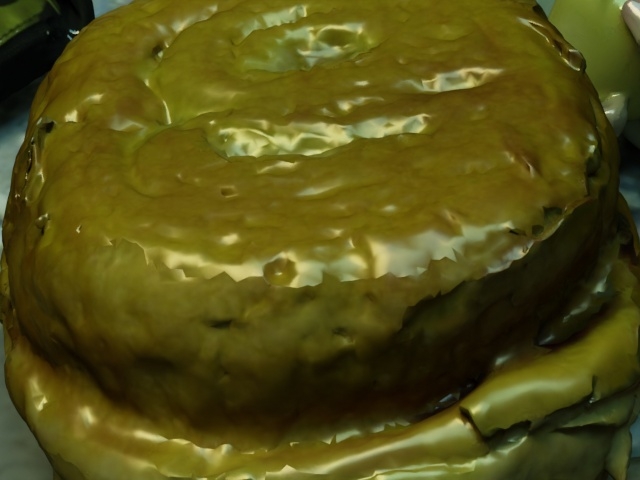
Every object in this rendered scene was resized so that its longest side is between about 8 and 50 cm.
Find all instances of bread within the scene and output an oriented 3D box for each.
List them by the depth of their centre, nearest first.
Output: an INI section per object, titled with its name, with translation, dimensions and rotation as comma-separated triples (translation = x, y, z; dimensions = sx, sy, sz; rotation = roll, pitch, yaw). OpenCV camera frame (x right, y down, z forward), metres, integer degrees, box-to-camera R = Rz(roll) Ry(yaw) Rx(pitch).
[bread]
translation = -0.003, 0.000, 0.613
dimensions = 0.198, 0.120, 0.236
rotation = -9, 37, 0

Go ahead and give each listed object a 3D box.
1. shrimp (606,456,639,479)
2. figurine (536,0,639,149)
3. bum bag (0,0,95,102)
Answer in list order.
[shrimp]
translation = 0.150, 0.124, 0.546
dimensions = 0.223, 0.047, 0.126
rotation = 9, 49, 15
[figurine]
translation = 0.147, -0.090, 0.726
dimensions = 0.155, 0.127, 0.235
rotation = -11, 43, -42
[bum bag]
translation = -0.179, -0.056, 0.714
dimensions = 0.107, 0.060, 0.232
rotation = 31, 51, 16
